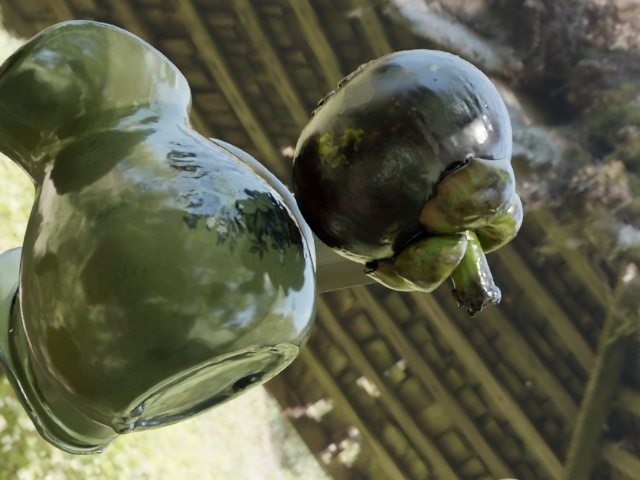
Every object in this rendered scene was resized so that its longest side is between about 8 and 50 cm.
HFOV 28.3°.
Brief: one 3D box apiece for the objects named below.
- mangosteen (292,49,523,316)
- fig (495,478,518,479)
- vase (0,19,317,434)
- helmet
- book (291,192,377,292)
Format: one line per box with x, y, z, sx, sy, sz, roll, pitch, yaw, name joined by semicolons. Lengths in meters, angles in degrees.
0.083;-0.042;1.016;0.217;0.192;0.192;52;-13;7;mangosteen
0.177;0.266;1.312;0.083;0.050;0.050;13;-20;4;fig
-0.122;-0.009;1.091;0.329;0.241;0.302;-1;59;-53;vase
-0.253;0.109;1.433;0.257;0.137;0.204;62;29;-16;helmet
0.000;0.000;1.682;0.016;0.199;0.138;-134;-145;-80;book
